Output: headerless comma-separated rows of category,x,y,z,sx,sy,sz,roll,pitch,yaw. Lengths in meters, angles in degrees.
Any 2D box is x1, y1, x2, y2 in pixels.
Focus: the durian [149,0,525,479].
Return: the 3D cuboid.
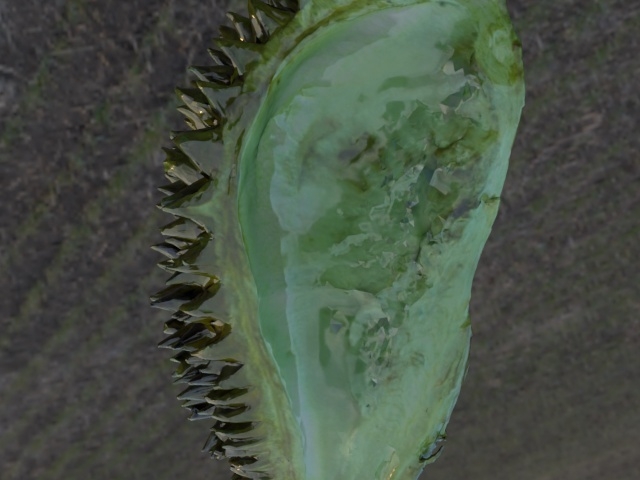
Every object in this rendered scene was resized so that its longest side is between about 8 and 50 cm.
durian,-0.003,-0.001,0.685,0.198,0.394,0.163,5,-176,-12
